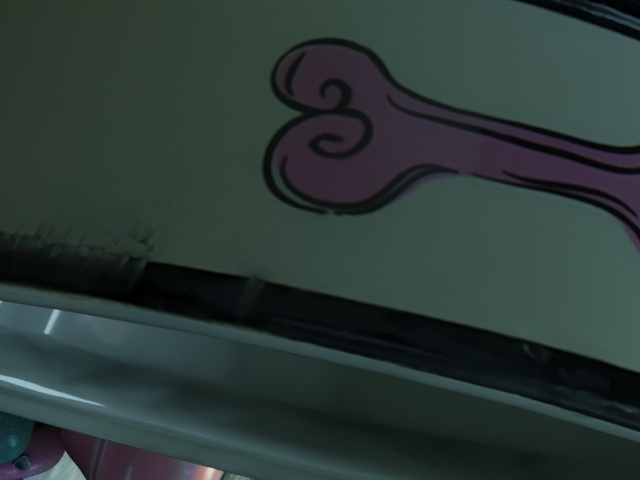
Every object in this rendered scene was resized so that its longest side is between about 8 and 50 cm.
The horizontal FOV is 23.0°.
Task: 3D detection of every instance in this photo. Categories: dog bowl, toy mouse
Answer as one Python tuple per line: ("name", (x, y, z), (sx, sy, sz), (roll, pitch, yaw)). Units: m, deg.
("dog bowl", (0.011, -0.001, 0.537), (0.408, 0.408, 0.150), (72, 30, -74))
("toy mouse", (-0.166, 0.106, 0.892), (0.143, 0.031, 0.161), (-51, 166, -31))

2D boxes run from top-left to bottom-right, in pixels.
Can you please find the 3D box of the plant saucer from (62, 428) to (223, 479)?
("plant saucer", (-0.054, 0.020, 0.886), (0.332, 0.084, 0.332), (23, 90, -87))
